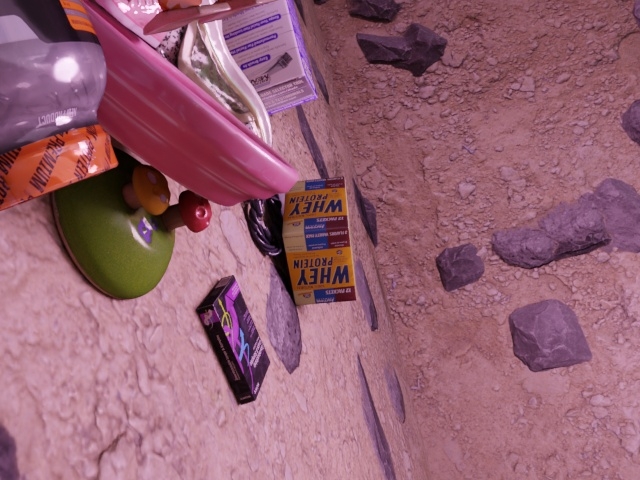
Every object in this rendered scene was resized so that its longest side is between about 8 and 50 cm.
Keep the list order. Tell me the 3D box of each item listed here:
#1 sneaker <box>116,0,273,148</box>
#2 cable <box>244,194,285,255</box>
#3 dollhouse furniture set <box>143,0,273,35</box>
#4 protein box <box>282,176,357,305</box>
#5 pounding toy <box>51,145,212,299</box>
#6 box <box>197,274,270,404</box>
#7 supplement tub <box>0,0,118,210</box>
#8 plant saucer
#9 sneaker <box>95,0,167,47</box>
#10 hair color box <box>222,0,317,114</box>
[{"bbox_3d":[-0.214,-0.228,0.891,0.182,0.158,0.410,-48,127,-39],"label":"sneaker"},{"bbox_3d":[-0.101,-0.045,1.223,0.184,0.047,0.151,-30,102,-78],"label":"cable"},{"bbox_3d":[-0.148,-0.319,0.501,0.259,0.135,0.262,-33,117,-44],"label":"dollhouse furniture set"},{"bbox_3d":[0.000,0.000,1.301,0.201,0.136,0.200,-91,174,-54],"label":"protein box"},{"bbox_3d":[-0.201,-0.061,0.658,0.183,0.110,0.237,-60,132,-74],"label":"pounding toy"},{"bbox_3d":[-0.125,0.147,0.895,0.116,0.029,0.162,-70,142,-70],"label":"box"},{"bbox_3d":[-0.258,-0.165,0.357,0.193,0.193,0.316,-64,135,-72],"label":"supplement tub"},{"bbox_3d":[-0.175,-0.147,0.664,0.332,0.084,0.332,40,5,-4],"label":"plant saucer"},{"bbox_3d":[-0.210,-0.279,0.693,0.051,0.070,0.134,42,7,9],"label":"sneaker"},{"bbox_3d":[-0.139,-0.440,1.279,0.110,0.185,0.339,45,31,-68],"label":"hair color box"}]
